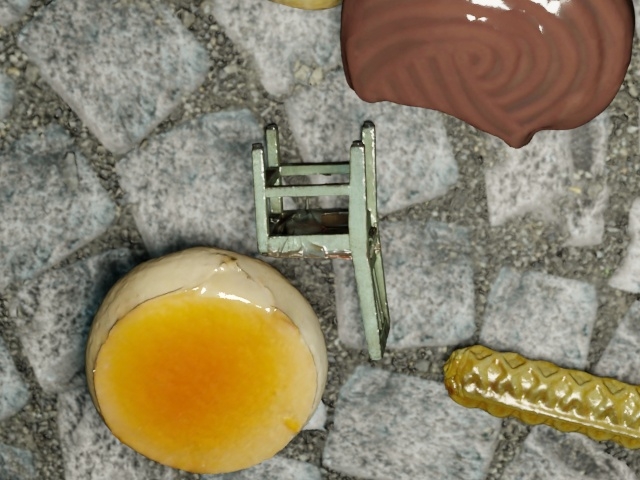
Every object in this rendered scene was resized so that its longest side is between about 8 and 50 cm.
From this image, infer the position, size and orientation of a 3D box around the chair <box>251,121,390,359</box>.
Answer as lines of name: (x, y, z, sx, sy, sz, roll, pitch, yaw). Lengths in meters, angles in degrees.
chair: (0.000, 0.000, 1.912, 0.147, 0.136, 0.270, -2, 106, 8)

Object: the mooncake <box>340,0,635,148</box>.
mooncake: (0.173, -0.248, 1.787, 0.334, 0.174, 0.326, -33, 112, 24)

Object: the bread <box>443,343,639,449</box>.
bread: (0.331, 0.203, 1.963, 0.368, 0.084, 0.077, 13, 63, 1)

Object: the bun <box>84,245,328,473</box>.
bun: (-0.138, 0.131, 1.947, 0.299, 0.165, 0.299, -1, 118, -1)

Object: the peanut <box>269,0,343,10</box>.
peanut: (-0.066, -0.325, 1.861, 0.214, 0.099, 0.099, 12, 106, 9)
